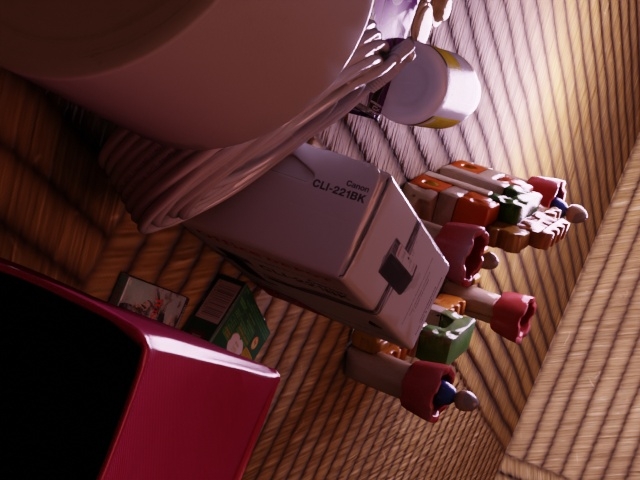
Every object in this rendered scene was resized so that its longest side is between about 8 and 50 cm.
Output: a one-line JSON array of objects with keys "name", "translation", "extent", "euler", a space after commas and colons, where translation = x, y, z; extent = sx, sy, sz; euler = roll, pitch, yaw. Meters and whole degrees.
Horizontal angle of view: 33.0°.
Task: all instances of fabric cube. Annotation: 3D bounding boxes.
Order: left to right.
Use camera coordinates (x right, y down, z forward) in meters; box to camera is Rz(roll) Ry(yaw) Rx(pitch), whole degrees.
[{"name": "fabric cube", "translation": [-0.209, 0.145, 0.678], "extent": [0.258, 0.254, 0.259], "euler": [37, 73, -73]}]

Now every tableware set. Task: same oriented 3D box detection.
[{"name": "tableware set", "translation": [0.146, -0.331, 1.396], "extent": [0.141, 0.020, 0.168], "euler": [-38, 140, -53]}]

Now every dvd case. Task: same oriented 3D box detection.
[{"name": "dvd case", "translation": [-0.173, 0.083, 1.039], "extent": [0.087, 0.013, 0.119], "euler": [-68, 157, -5]}]

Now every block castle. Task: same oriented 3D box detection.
[{"name": "block castle", "translation": [0.239, 0.061, 1.654], "extent": [0.453, 0.213, 0.303], "euler": [-24, 129, -58]}]

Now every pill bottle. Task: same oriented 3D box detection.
[{"name": "pill bottle", "translation": [0.143, -0.196, 1.388], "extent": [0.184, 0.103, 0.103], "euler": [-6, 113, -64]}]

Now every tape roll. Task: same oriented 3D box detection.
[{"name": "tape roll", "translation": [-0.103, -0.195, 0.695], "extent": [0.169, 0.246, 0.246], "euler": [23, 87, -66]}]

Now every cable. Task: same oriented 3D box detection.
[{"name": "cable", "translation": [-0.062, -0.106, 0.886], "extent": [0.257, 0.089, 0.257], "euler": [-35, -179, 26]}]

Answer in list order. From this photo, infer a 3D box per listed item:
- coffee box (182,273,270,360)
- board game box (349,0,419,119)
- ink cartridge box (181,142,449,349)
[{"name": "coffee box", "translation": [-0.125, 0.138, 1.150], "extent": [0.184, 0.040, 0.113], "euler": [-59, 153, -24]}, {"name": "board game box", "translation": [0.017, -0.263, 1.144], "extent": [0.347, 0.056, 0.208], "euler": [14, 91, -66]}, {"name": "ink cartridge box", "translation": [0.000, 0.000, 1.117], "extent": [0.114, 0.197, 0.273], "euler": [-65, 155, -11]}]
